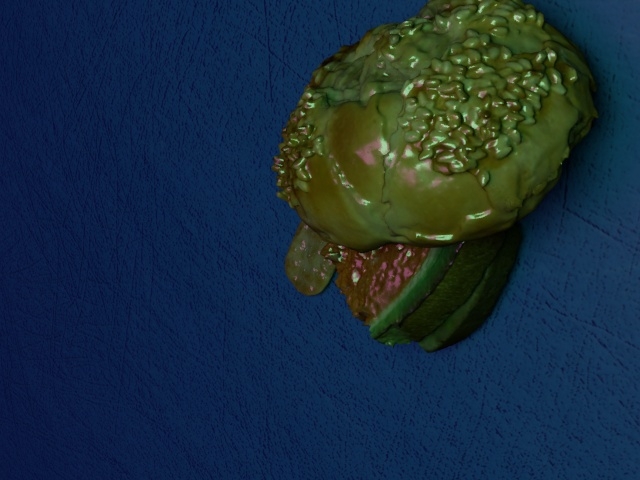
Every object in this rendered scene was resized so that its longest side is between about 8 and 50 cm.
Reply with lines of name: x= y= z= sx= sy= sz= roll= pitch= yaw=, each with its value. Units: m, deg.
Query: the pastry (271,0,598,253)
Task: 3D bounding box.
pastry: x=0.088 y=-0.117 z=0.893 sx=0.311 sy=0.162 sz=0.255 roll=-12 pitch=48 yaw=40

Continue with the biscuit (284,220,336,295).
biscuit: x=0.000 y=0.000 z=1.130 sx=0.071 sy=0.018 sz=0.147 roll=43 pitch=122 yaw=29

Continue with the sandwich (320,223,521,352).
sandwich: x=0.105 y=0.013 z=0.990 sx=0.160 sy=0.109 sz=0.184 roll=56 pitch=127 yaw=33
